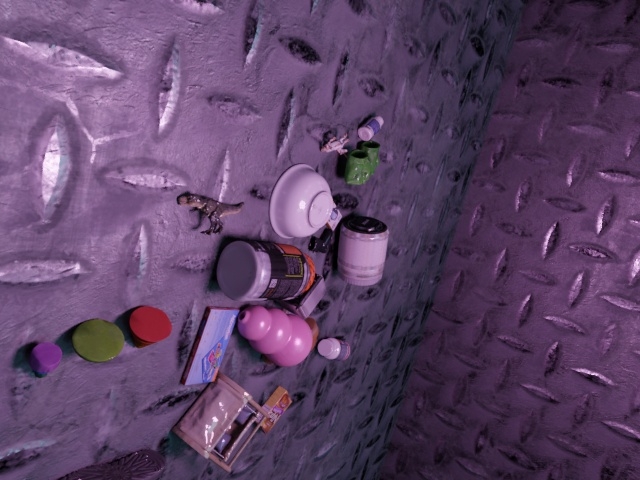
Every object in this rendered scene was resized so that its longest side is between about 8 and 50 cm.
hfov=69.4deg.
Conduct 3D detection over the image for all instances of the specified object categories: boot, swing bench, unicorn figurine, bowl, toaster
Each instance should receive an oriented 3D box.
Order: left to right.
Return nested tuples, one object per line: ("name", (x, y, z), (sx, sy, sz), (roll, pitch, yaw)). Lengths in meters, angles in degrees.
("boot", (-0.689, 0.909, 1.413), (0.367, 0.146, 0.444), (11, 103, -55))
("swing bench", (-0.361, 0.672, 1.715), (0.253, 0.165, 0.254), (-52, 143, -24))
("boot", (-0.123, 0.468, 2.024), (0.283, 0.109, 0.220), (-42, 155, -23))
("toaster", (-0.091, 0.203, 1.838), (0.185, 0.168, 0.110), (-53, 145, -25))
("bowl", (-0.046, -0.132, 1.750), (0.298, 0.134, 0.297), (-32, 132, -44))
("boot", (0.000, 0.000, 1.975), (0.099, 0.045, 0.121), (14, 94, -51))
("unicorn figurine", (0.067, -0.375, 1.833), (0.162, 0.111, 0.060), (-5, 74, -32))

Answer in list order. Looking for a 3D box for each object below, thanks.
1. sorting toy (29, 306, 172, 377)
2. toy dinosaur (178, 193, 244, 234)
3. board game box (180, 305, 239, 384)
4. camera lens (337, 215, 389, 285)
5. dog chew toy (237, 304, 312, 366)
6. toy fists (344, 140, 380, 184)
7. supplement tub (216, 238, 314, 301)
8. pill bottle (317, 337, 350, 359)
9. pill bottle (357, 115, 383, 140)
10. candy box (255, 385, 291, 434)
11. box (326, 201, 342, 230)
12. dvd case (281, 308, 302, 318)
("sorting toy", (-0.592, 0.293, 1.258), (0.366, 0.127, 0.126), (-13, 148, -49))
("toy dinosaur", (-0.328, -0.077, 1.442), (0.268, 0.064, 0.118), (5, 97, -60))
("board game box", (-0.388, 0.370, 1.633), (0.145, 0.027, 0.281), (17, 93, -56))
("camera lens", (0.190, 0.041, 2.108), (0.219, 0.220, 0.274), (-24, 127, -48))
("dog chew toy", (-0.182, 0.353, 1.770), (0.332, 0.207, 0.206), (39, 75, -39))
("toy fists", (0.183, -0.323, 1.976), (0.279, 0.096, 0.142), (-47, 156, -53))
("supplement tub", (-0.179, 0.109, 1.624), (0.338, 0.207, 0.207), (10, 100, -56))
("pill bottle", (0.064, 0.542, 2.310), (0.180, 0.108, 0.107), (31, 82, -57))
("pill bottle", (0.219, -0.488, 1.993), (0.120, 0.067, 0.067), (-47, 141, -30))
("candy box", (-0.215, 0.764, 2.083), (0.186, 0.053, 0.109), (-46, 141, -29))
("box", (0.049, -0.104, 1.999), (0.081, 0.028, 0.136), (-58, 144, -16))
("dvd case", (-0.103, 0.287, 2.008), (0.221, 0.018, 0.164), (-63, 147, -9))
